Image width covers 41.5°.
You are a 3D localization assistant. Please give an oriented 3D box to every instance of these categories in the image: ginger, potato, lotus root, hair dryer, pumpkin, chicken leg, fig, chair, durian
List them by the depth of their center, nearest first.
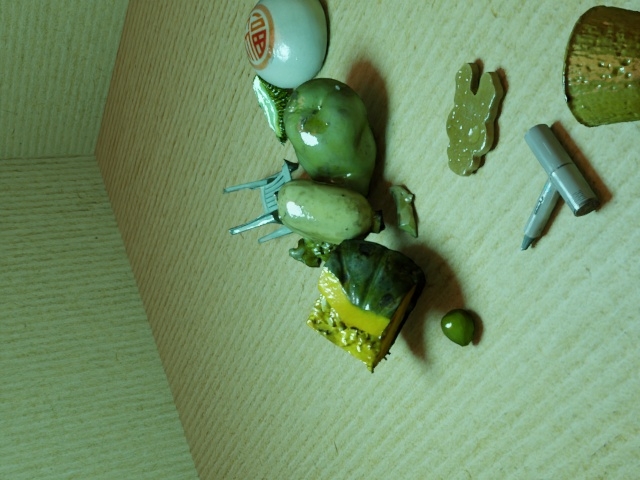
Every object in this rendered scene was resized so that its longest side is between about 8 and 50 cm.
[{"bbox_3d":[0.428,-0.085,1.640,0.220,0.054,0.195,113,140,-51],"label":"hair dryer"},{"bbox_3d":[0.308,0.196,1.870,0.074,0.074,0.088,-16,99,60],"label":"fig"},{"bbox_3d":[0.108,0.137,1.977,0.225,0.256,0.303,30,135,9],"label":"pumpkin"},{"bbox_3d":[0.201,-0.071,2.031,0.057,0.044,0.137,126,134,-73],"label":"ginger"},{"bbox_3d":[0.020,-0.065,2.049,0.160,0.284,0.146,-14,-65,-80],"label":"lotus root"},{"bbox_3d":[0.032,-0.239,2.117,0.218,0.202,0.351,3,126,36],"label":"potato"},{"bbox_3d":[0.014,0.002,2.302,0.211,0.140,0.361,54,163,21],"label":"chicken leg"},{"bbox_3d":[-0.140,-0.115,2.479,0.275,0.191,0.203,-18,79,31],"label":"chair"},{"bbox_3d":[-0.125,-0.390,2.483,0.137,0.096,0.220,-81,-25,-78],"label":"durian"}]

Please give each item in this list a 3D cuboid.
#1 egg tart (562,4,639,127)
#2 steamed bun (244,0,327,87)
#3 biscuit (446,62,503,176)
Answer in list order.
[{"bbox_3d":[0.494,-0.272,1.341,0.147,0.203,0.202,18,112,48],"label":"egg tart"},{"bbox_3d":[-0.111,-0.562,2.338,0.283,0.177,0.282,16,109,58],"label":"steamed bun"},{"bbox_3d":[0.321,-0.252,1.793,0.144,0.040,0.236,-132,43,-55],"label":"biscuit"}]
